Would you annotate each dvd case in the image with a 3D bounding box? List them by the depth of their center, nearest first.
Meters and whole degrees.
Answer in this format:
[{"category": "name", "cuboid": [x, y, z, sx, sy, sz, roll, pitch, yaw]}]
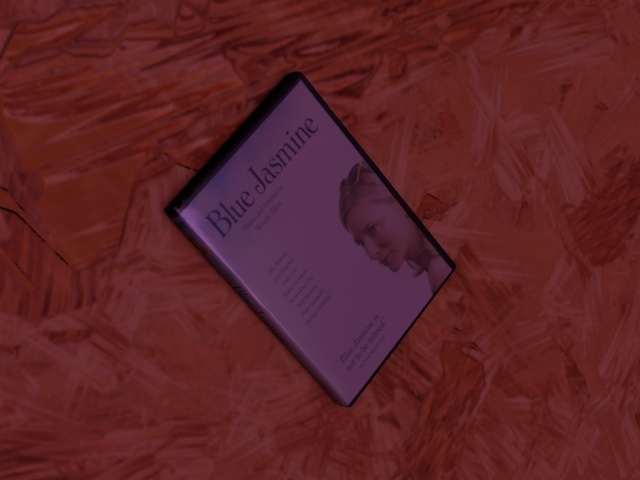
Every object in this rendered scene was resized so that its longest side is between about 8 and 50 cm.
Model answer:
[{"category": "dvd case", "cuboid": [0.000, 0.000, 1.175, 0.253, 0.022, 0.180, 49, 66, -22]}]
